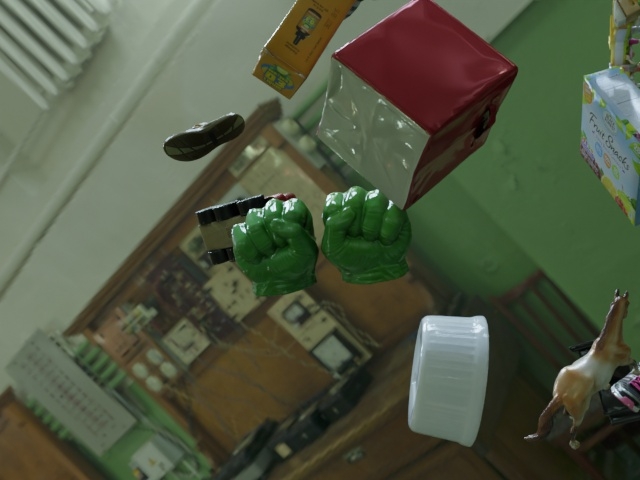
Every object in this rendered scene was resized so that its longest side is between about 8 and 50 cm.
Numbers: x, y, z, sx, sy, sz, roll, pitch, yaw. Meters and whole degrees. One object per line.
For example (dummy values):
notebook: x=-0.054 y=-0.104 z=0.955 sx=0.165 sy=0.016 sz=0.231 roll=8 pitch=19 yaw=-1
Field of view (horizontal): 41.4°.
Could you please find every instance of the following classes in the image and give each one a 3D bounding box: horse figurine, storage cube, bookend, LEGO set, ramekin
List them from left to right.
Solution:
storage cube: x=0.131 y=-0.199 z=1.225 sx=0.193 sy=0.215 sz=0.184 roll=-39 pitch=-19 yaw=-27
ramekin: x=0.268 y=0.290 z=1.803 sx=0.277 sy=0.135 sz=0.277 roll=8 pitch=-90 yaw=-87
horse figurine: x=0.432 y=0.225 z=1.360 sx=0.263 sy=0.174 sz=0.066 roll=-41 pitch=45 yaw=-15
bookend: x=0.612 y=0.305 z=1.810 sx=0.072 sy=0.157 sz=0.156 roll=-23 pitch=-28 yaw=31
LEGO set: x=0.553 y=-0.330 z=1.454 sx=0.287 sy=0.107 sz=0.132 roll=72 pitch=-156 yaw=-49

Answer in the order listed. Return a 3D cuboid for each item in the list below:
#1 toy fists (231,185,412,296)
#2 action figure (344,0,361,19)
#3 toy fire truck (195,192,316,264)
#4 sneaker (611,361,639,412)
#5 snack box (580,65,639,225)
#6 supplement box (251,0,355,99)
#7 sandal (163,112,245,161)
toy fists: x=0.000 y=0.000 z=1.294 sx=0.279 sy=0.142 sz=0.096 roll=-8 pitch=17 yaw=13
action figure: x=0.120 y=-0.610 z=1.904 sx=0.330 sy=0.179 sz=0.341 roll=-10 pitch=34 yaw=36
toy fire truck: x=-0.099 y=-0.029 z=1.777 sx=0.217 sy=0.159 sz=0.246 roll=-10 pitch=10 yaw=46
sneaker: x=0.603 y=0.269 z=1.600 sx=0.075 sy=0.063 sz=0.170 roll=-55 pitch=-22 yaw=23
snack box: x=0.504 y=-0.158 z=1.396 sx=0.070 sy=0.175 sz=0.207 roll=-17 pitch=45 yaw=-3
supplement box: x=-0.015 y=-0.329 z=1.291 sx=0.233 sy=0.078 sz=0.080 roll=-61 pitch=10 yaw=-30
sandal: x=-0.247 y=-0.222 z=1.788 sx=0.180 sy=0.072 sz=0.049 roll=-27 pitch=41 yaw=-10
